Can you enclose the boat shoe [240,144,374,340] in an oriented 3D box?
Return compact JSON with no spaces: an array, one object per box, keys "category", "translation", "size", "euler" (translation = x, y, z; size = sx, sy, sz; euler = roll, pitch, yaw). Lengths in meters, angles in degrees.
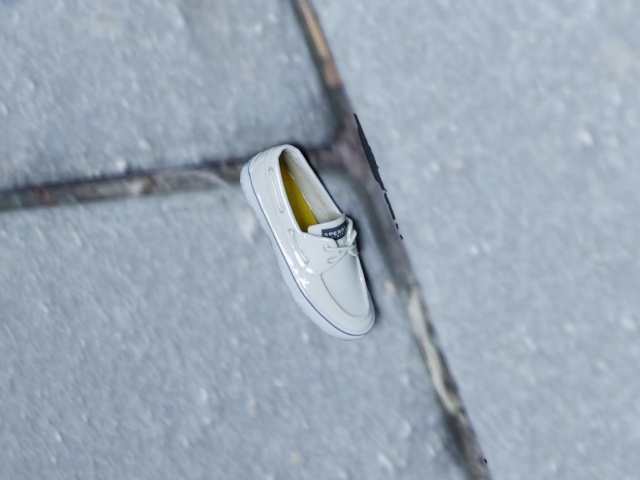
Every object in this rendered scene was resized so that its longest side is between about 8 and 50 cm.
[{"category":"boat shoe","translation":[0.000,0.000,0.810],"size":[0.035,0.035,0.100],"euler":[-27,90,52]}]
